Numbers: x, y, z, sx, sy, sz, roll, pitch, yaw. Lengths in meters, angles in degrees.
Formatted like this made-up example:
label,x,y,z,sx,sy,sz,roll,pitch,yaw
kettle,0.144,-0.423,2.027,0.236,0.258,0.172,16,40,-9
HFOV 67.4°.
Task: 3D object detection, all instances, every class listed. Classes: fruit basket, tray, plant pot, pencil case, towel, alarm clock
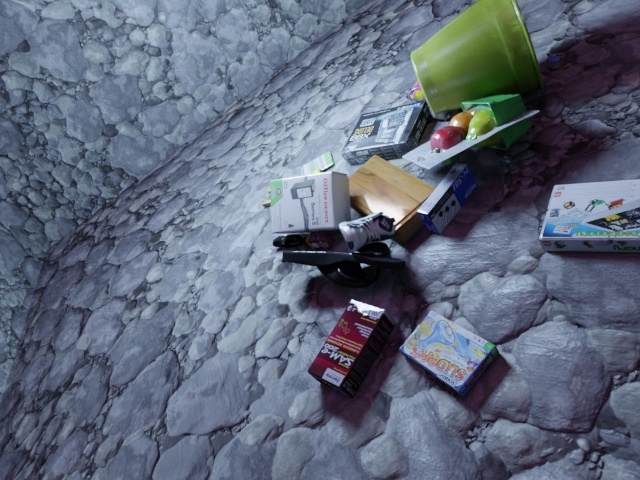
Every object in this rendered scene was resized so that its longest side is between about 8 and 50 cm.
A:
label,x,y,z,sx,sy,sz,roll,pitch,yaw
fruit basket,0.457,-0.321,1.514,0.353,0.165,0.327,-34,16,4
tray,0.228,-0.153,1.649,0.203,0.076,0.411,-41,35,-3
plant pot,0.512,-0.613,1.636,0.353,0.366,0.366,-20,40,23
pencil case,0.448,-0.660,1.989,0.105,0.104,0.236,2,50,43
towel,-0.013,-0.321,2.093,0.152,0.023,0.113,-26,39,14
alarm clock,0.476,-0.501,1.810,0.130,0.064,0.191,-15,47,17

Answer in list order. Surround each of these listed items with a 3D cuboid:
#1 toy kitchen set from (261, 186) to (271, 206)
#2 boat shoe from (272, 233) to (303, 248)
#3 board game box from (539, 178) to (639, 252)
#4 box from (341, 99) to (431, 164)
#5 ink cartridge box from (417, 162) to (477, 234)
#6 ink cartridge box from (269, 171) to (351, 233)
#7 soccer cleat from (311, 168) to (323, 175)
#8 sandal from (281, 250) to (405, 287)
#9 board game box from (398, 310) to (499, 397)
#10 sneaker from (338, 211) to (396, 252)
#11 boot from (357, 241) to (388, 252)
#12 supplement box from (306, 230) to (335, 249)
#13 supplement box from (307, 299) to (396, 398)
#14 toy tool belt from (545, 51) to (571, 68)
label,x,y,z,sx,sy,sz,roll,pitch,yaw
toy kitchen set,-0.225,-0.202,2.099,0.084,0.075,0.068,-13,42,26
boat shoe,-0.129,0.005,1.811,0.133,0.048,0.042,-8,38,30
board game box,0.703,-0.061,1.140,0.306,0.053,0.192,1,51,42
box,0.260,-0.424,1.911,0.308,0.076,0.242,0,51,41
ink cartridge box,0.387,-0.127,1.455,0.207,0.097,0.046,-49,36,-14
ink cartridge box,-0.039,-0.130,1.714,0.273,0.115,0.198,-4,88,33
soccer cleat,-0.013,-0.184,1.879,0.121,0.093,0.289,-32,36,14
sandal,0.069,0.089,1.485,0.446,0.168,0.106,1,88,42
board game box,0.303,0.266,1.154,0.136,0.035,0.201,-48,36,-12
sneaker,0.147,-0.034,1.406,0.153,0.235,0.093,-24,82,10
boot,0.158,0.010,1.565,0.107,0.037,0.114,0,13,-6
supplement box,0.000,0.000,1.698,0.083,0.055,0.043,-5,49,39
supplement box,0.085,0.286,1.295,0.130,0.073,0.239,10,59,46
toy tool belt,0.816,-0.621,1.653,0.052,0.051,0.083,-41,36,-2
